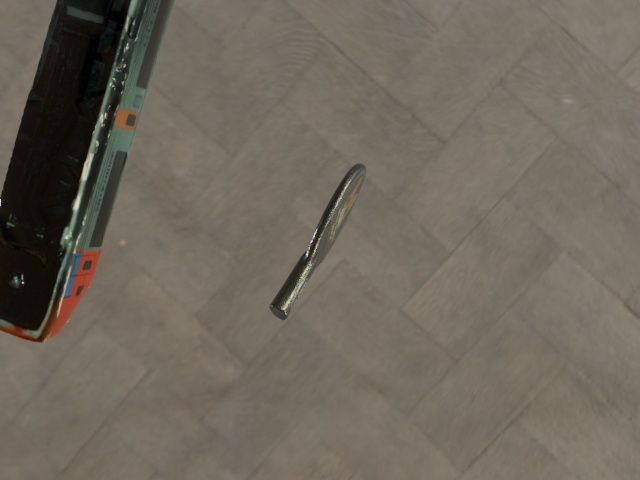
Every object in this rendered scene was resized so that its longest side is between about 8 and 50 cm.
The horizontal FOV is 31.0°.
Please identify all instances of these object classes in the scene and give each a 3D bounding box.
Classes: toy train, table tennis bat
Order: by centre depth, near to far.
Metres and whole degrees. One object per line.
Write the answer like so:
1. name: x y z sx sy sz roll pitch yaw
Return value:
1. toy train: -0.205 -0.115 1.019 0.086 0.089 0.409 18 96 12
2. table tennis bat: 0.000 0.000 1.477 0.027 0.150 0.236 27 63 7

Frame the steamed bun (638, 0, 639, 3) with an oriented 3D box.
1. steamed bun: 0.301 -0.265 0.696 0.289 0.203 0.276 -31 65 13
